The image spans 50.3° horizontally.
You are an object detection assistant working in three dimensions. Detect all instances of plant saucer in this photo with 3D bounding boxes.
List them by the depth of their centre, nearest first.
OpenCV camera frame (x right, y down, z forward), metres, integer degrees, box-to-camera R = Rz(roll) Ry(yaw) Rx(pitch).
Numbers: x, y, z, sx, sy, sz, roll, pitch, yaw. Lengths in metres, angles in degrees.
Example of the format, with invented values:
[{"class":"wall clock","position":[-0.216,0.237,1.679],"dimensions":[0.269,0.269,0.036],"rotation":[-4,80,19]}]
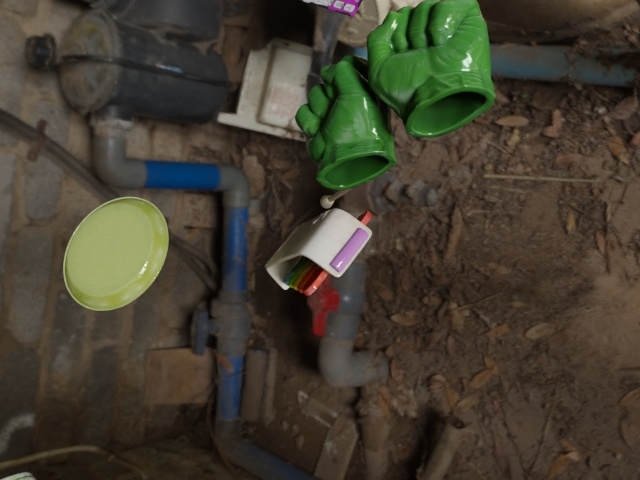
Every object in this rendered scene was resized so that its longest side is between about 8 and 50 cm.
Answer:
[{"class":"plant saucer","position":[-0.410,0.023,1.356],"dimensions":[0.037,0.241,0.240],"rotation":[24,103,34]}]

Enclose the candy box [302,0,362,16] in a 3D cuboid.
[{"class":"candy box","position":[-0.016,-0.484,1.136],"dimensions":[0.159,0.234,0.071],"rotation":[-54,36,44]}]

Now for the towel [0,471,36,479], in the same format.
[{"class":"towel","position":[-0.586,0.592,1.145],"dimensions":[0.374,0.321,0.090],"rotation":[45,134,36]}]

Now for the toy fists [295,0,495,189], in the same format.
[{"class":"toy fists","position":[0.075,-0.175,0.797],"dimensions":[0.279,0.096,0.142],"rotation":[-30,57,44]}]

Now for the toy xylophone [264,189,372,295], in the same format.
[{"class":"toy xylophone","position":[0.000,0.000,1.370],"dimensions":[0.236,0.081,0.323],"rotation":[-50,11,-12]}]
